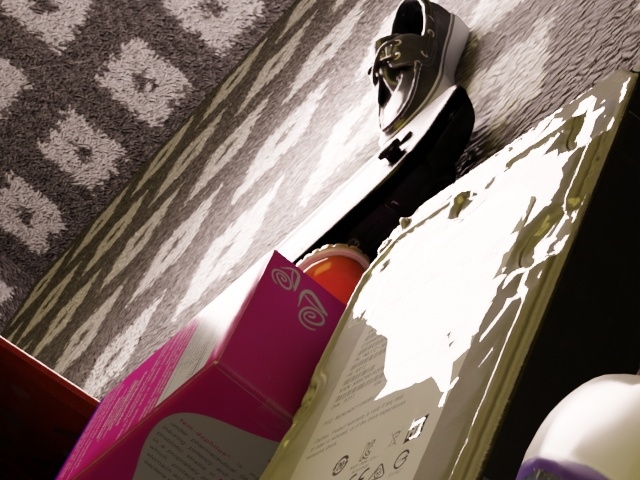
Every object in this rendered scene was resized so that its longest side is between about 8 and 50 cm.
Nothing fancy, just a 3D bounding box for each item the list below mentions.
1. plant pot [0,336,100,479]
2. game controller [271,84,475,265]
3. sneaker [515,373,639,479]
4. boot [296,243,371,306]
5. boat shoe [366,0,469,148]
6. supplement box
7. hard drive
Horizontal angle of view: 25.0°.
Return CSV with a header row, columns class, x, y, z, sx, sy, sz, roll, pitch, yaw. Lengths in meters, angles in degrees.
class,x,y,z,sx,sy,sz,roll,pitch,yaw
plant pot,-0.316,0.236,1.209,0.267,0.267,0.236,-57,1,-22
game controller,0.000,0.000,1.136,0.319,0.067,0.166,-42,16,35
sneaker,0.064,0.167,0.296,0.236,0.130,0.323,-51,15,-5
boot,-0.014,0.076,1.012,0.158,0.059,0.085,-55,13,25
boat shoe,0.077,-0.153,1.270,0.080,0.076,0.228,-42,16,38
supplement box,-0.066,0.123,0.918,0.220,0.111,0.114,-40,17,40
hard drive,0.060,0.079,0.716,0.237,0.064,0.339,-35,19,50
